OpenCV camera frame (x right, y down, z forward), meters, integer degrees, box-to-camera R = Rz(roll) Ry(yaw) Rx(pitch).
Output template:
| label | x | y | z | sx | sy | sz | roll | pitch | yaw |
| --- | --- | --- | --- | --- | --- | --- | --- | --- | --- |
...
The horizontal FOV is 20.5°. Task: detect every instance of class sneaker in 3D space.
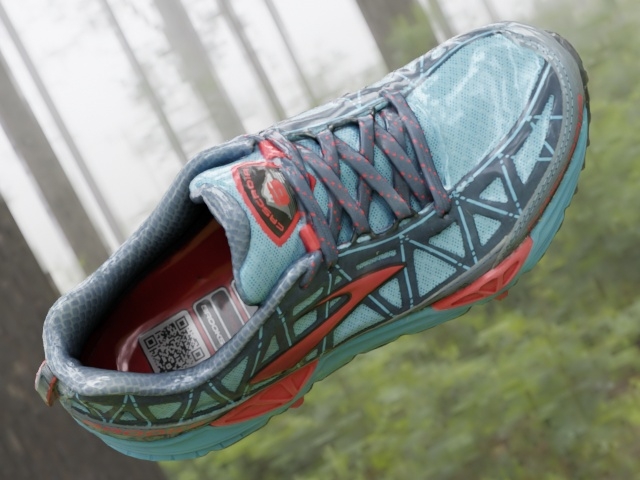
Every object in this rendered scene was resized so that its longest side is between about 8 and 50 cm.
| label | x | y | z | sx | sy | sz | roll | pitch | yaw |
| --- | --- | --- | --- | --- | --- | --- | --- | --- | --- |
| sneaker | 0.000 | 0.000 | 0.717 | 0.262 | 0.104 | 0.125 | -38 | -19 | 3 |
